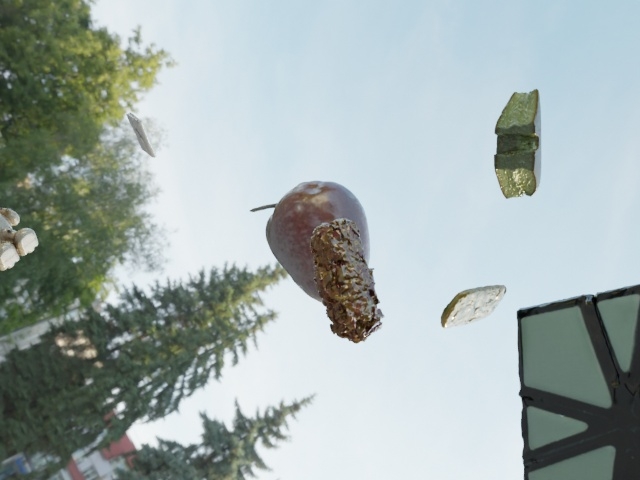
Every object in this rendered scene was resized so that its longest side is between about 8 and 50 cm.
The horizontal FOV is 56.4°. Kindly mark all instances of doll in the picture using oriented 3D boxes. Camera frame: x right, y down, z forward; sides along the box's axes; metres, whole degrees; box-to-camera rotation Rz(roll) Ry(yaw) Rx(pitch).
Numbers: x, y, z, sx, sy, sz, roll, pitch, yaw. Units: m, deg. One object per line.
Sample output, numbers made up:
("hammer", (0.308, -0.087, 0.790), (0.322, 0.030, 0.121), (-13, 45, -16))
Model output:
("doll", (-0.659, -0.027, 1.111), (0.278, 0.154, 0.119), (29, -40, 25))

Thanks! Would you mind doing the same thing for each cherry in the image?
("cherry", (-0.002, 0.005, 1.679), (0.326, 0.291, 0.335), (155, -84, -75))

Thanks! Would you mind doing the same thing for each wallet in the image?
("wallet", (-0.315, -0.186, 1.055), (0.044, 0.011, 0.083), (33, -28, 32))

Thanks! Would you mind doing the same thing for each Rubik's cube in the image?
("Rubik's cube", (0.398, 0.202, 0.592), (0.288, 0.283, 0.294), (-24, -121, 56))

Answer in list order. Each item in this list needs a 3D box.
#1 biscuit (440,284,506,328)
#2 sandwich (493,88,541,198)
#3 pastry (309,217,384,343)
("biscuit", (0.375, 0.160, 1.451), (0.029, 0.247, 0.118), (49, -56, 32))
("sandwich", (0.436, -0.208, 1.311), (0.090, 0.088, 0.245), (6, -78, 34))
("pastry", (0.035, 0.046, 0.768), (0.063, 0.087, 0.170), (124, -48, -61))
